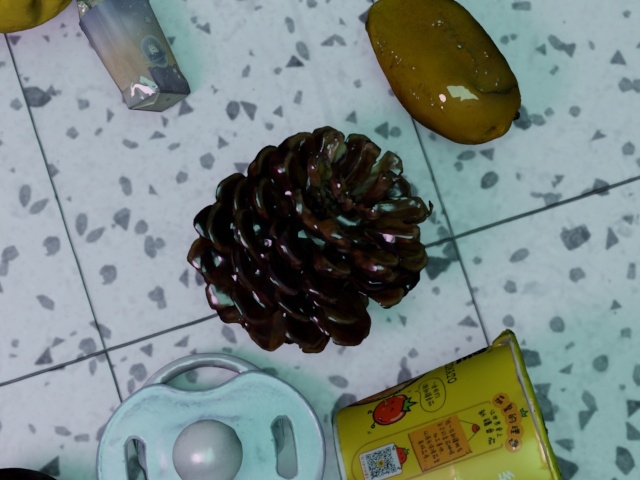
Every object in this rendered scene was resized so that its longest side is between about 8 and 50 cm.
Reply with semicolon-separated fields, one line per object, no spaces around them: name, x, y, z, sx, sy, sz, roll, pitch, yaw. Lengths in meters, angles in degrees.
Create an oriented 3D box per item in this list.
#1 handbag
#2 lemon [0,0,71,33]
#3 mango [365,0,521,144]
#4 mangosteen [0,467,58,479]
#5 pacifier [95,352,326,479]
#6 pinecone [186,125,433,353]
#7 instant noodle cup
handbag;-0.250;-0.259;1.750;0.095;0.117;0.173;-31;85;14
lemon;-0.434;-0.408;1.672;0.297;0.297;0.297;0;85;-3
mango;0.160;-0.231;1.756;0.248;0.156;0.151;49;121;2
mangosteen;-0.362;0.425;1.642;0.302;0.275;0.274;8;84;-35
pacifier;-0.141;0.261;1.657;0.300;0.233;0.244;-8;83;-5
pinecone;0.003;0.002;1.672;0.298;0.296;0.242;15;40;-27
instant noodle cup;0.169;0.299;1.646;0.254;0.325;0.325;-17;86;6
